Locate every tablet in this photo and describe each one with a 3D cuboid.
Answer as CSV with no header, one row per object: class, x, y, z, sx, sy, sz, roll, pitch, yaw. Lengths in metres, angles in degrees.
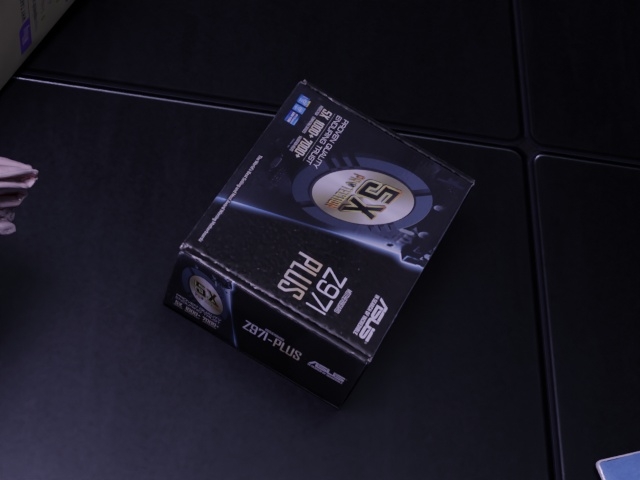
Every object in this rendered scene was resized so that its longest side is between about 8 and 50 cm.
tablet,0.229,0.187,1.039,0.054,0.006,0.083,-9,63,-21

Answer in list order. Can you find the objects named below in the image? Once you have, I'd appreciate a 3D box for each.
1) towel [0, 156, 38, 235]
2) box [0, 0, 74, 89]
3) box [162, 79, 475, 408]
towel,-0.375,-0.041,0.812,0.331,0.053,0.317,15,13,21
box,-0.228,-0.231,1.014,0.117,0.213,0.243,32,68,5
box,0.000,0.000,1.044,0.147,0.077,0.180,32,56,3
